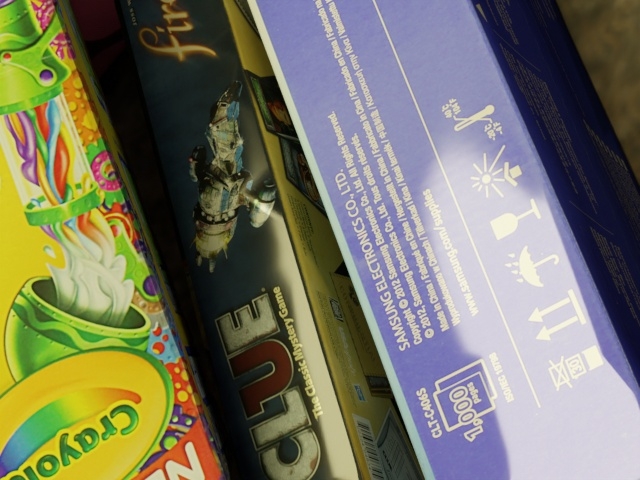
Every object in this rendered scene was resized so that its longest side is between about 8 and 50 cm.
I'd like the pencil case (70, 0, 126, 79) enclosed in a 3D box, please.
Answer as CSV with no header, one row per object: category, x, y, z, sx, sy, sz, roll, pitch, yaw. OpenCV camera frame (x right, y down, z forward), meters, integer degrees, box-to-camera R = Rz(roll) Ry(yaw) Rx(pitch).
pencil case,-0.091,-0.152,0.791,0.095,0.098,0.209,43,96,29

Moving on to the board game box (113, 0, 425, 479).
board game box,0.000,0.000,0.662,0.042,0.165,0.243,-25,65,18

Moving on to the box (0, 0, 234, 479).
box,-0.209,0.000,0.600,0.290,0.177,0.279,-21,87,-4

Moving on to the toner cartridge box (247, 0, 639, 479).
toner cartridge box,0.053,-0.040,0.648,0.075,0.165,0.348,-28,64,17
